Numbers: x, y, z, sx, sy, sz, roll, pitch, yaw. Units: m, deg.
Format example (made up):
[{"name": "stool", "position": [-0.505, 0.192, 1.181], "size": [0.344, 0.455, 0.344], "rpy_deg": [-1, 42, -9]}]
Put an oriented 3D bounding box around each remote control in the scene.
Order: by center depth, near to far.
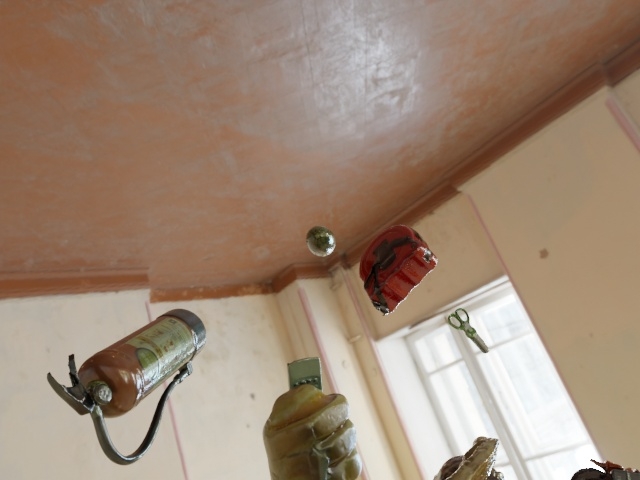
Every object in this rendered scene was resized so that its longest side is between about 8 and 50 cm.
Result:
[{"name": "remote control", "position": [-0.048, 0.543, 1.744], "size": [0.123, 0.286, 0.038], "rpy_deg": [-6, -170, -22]}]

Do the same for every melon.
[{"name": "melon", "position": [0.000, 0.000, 1.690], "size": [0.099, 0.099, 0.162], "rpy_deg": [-22, 161, 1]}]

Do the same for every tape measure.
[{"name": "tape measure", "position": [0.227, 0.075, 1.595], "size": [0.114, 0.260, 0.253], "rpy_deg": [37, 102, -27]}]

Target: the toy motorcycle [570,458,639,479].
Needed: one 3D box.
[{"name": "toy motorcycle", "position": [0.580, 0.577, 0.910], "size": [0.221, 0.326, 0.148], "rpy_deg": [-1, 151, 15]}]

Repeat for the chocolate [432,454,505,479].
[{"name": "chocolate", "position": [0.426, 0.719, 1.355], "size": [0.225, 0.210, 0.340], "rpy_deg": [6, -165, -8]}]

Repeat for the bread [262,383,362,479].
[{"name": "bread", "position": [-0.023, 0.629, 1.573], "size": [0.300, 0.342, 0.210], "rpy_deg": [-7, 180, -18]}]

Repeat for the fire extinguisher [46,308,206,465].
[{"name": "fire extinguisher", "position": [-0.314, 0.251, 0.914], "size": [0.113, 0.200, 0.376], "rpy_deg": [-40, 178, 14]}]

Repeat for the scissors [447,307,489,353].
[{"name": "scissors", "position": [0.600, 0.368, 2.018], "size": [0.101, 0.204, 0.027], "rpy_deg": [-29, 161, -29]}]

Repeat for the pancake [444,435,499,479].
[{"name": "pancake", "position": [0.284, 0.600, 1.129], "size": [0.387, 0.082, 0.387], "rpy_deg": [-46, 154, -30]}]
